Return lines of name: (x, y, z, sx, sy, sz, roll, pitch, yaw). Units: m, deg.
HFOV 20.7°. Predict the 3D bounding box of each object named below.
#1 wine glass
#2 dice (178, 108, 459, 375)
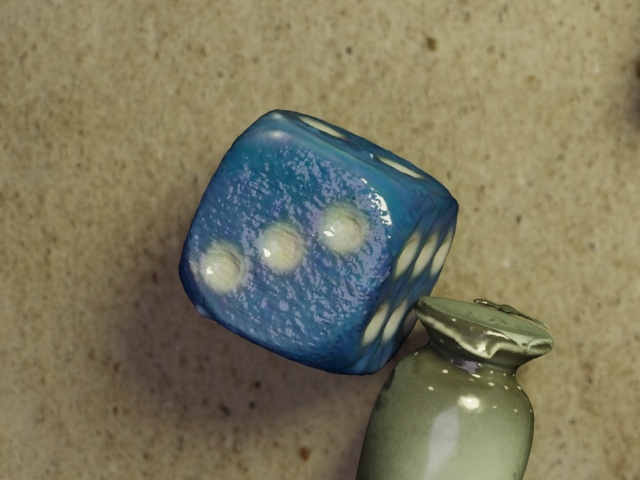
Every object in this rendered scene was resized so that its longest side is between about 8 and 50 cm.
wine glass: (0.083, 0.142, 1.179, 0.111, 0.111, 0.204, 19, 97, 13)
dice: (0.000, 0.000, 1.180, 0.146, 0.143, 0.146, 27, 100, 16)
